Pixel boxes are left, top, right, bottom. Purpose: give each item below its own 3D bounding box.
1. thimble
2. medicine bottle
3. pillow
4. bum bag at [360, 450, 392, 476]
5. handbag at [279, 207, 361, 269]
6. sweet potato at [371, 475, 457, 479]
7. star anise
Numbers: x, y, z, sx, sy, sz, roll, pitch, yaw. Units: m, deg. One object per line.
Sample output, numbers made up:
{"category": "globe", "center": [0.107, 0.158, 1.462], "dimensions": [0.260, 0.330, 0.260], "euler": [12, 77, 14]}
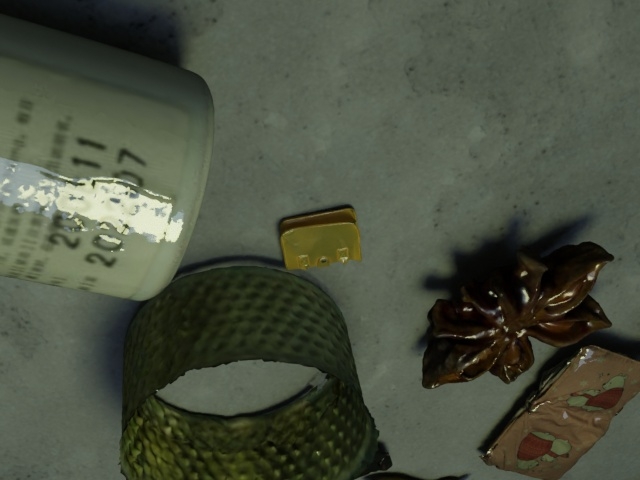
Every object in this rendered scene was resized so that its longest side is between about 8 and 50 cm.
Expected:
{"category": "thimble", "center": [-0.081, 0.170, 1.089], "dimensions": [0.270, 0.150, 0.271], "euler": [-5, 131, -6]}
{"category": "medicine bottle", "center": [-0.290, -0.083, 0.813], "dimensions": [0.371, 0.211, 0.211], "euler": [13, 123, -23]}
{"category": "pillow", "center": [0.315, 0.221, 1.301], "dimensions": [0.135, 0.049, 0.248], "euler": [15, 125, -24]}
{"category": "bum bag", "center": [0.029, 0.293, 1.292], "dimensions": [0.124, 0.034, 0.058], "euler": [-21, 138, 3]}
{"category": "handbag", "center": [0.000, 0.000, 1.066], "dimensions": [0.083, 0.027, 0.061], "euler": [-10, 132, 0]}
{"category": "sweet potato", "center": [0.129, 0.335, 1.349], "dimensions": [0.153, 0.038, 0.041], "euler": [4, 148, -19]}
{"category": "star anise", "center": [0.220, 0.081, 1.144], "dimensions": [0.220, 0.099, 0.214], "euler": [-10, 143, -12]}
